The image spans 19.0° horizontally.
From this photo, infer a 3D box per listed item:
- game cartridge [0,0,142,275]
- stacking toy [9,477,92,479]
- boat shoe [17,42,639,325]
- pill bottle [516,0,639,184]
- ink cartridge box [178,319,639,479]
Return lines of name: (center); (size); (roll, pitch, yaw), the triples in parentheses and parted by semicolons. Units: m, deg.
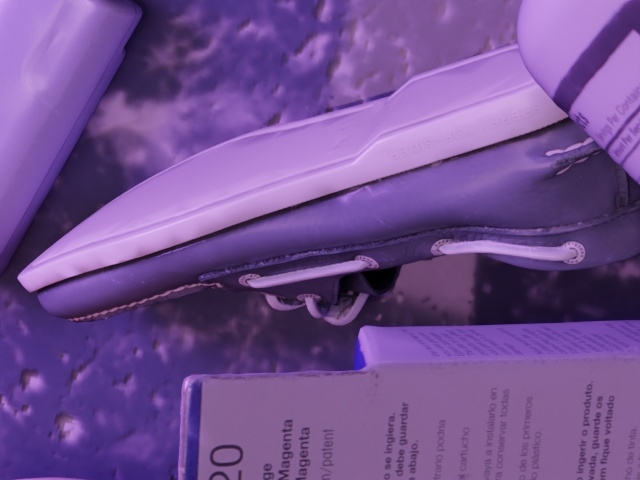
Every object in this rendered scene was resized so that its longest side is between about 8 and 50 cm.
game cartridge: (-0.255, -0.114, 0.970); (0.297, 0.062, 0.198); (34, 104, 10)
stacking toy: (-0.178, 0.322, 0.794); (0.350, 0.480, 0.350); (3, 100, 17)
boat shoe: (0.000, 0.000, 0.869); (0.319, 0.116, 0.099); (-18, 108, 29)
pill bottle: (0.185, -0.076, 0.696); (0.318, 0.176, 0.176); (46, 110, 7)
ink cartridge box: (0.085, 0.196, 0.814); (0.330, 0.071, 0.324); (0, 102, -18)
